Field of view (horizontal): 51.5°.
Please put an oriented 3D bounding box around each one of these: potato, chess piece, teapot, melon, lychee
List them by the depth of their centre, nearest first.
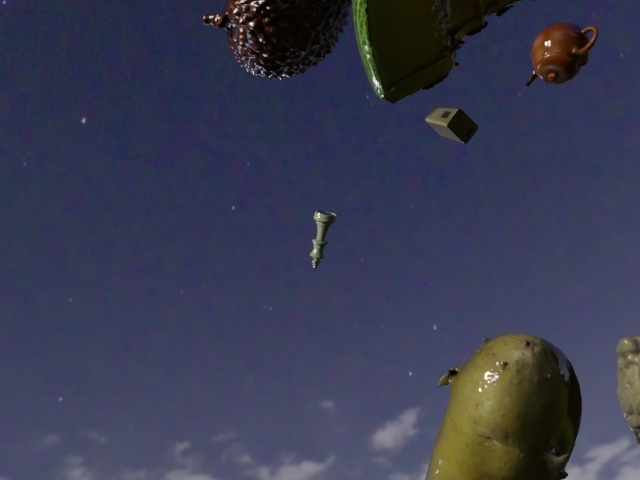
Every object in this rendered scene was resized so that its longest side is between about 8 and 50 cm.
[{"bbox_3d":[0.117,0.147,0.441,0.105,0.085,0.188,10,-71,-32],"label":"potato"},{"bbox_3d":[0.118,-0.267,0.585,0.265,0.129,0.169,-32,-53,-1],"label":"melon"},{"bbox_3d":[0.457,-0.348,1.263,0.116,0.116,0.173,18,-20,-22],"label":"teapot"},{"bbox_3d":[-0.088,-0.449,1.313,0.300,0.264,0.264,-9,-44,1],"label":"lychee"},{"bbox_3d":[0.000,0.000,1.709,0.059,0.059,0.149,8,-77,-14],"label":"chess piece"}]

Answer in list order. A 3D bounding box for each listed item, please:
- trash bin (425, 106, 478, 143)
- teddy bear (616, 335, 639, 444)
[{"bbox_3d":[0.249,-0.223,1.275,0.061,0.092,0.043,37,-91,-26],"label":"trash bin"},{"bbox_3d":[0.565,0.226,0.869,0.357,0.224,0.367,48,-47,-2],"label":"teddy bear"}]
